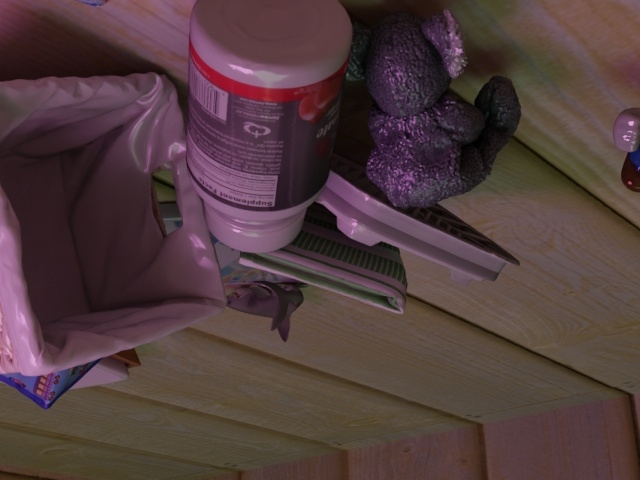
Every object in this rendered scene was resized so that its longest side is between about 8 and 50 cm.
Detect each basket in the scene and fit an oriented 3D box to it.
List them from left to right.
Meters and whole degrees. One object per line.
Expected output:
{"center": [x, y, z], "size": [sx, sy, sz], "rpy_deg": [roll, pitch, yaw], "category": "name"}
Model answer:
{"center": [-0.339, -0.015, 1.234], "size": [0.267, 0.328, 0.331], "rpy_deg": [-13, -178, 37], "category": "basket"}

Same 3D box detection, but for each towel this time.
{"center": [0.000, 0.000, 1.419], "size": [0.248, 0.038, 0.325], "rpy_deg": [17, -163, -8], "category": "towel"}

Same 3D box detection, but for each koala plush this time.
{"center": [0.116, -0.175, 1.181], "size": [0.196, 0.203, 0.221], "rpy_deg": [5, 138, 26], "category": "koala plush"}

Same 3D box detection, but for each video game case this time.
{"center": [-0.109, 0.007, 1.731], "size": [0.329, 0.036, 0.300], "rpy_deg": [-3, 156, 4], "category": "video game case"}

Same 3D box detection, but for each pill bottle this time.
{"center": [-0.069, -0.135, 1.161], "size": [0.176, 0.176, 0.318], "rpy_deg": [2, 139, -7], "category": "pill bottle"}

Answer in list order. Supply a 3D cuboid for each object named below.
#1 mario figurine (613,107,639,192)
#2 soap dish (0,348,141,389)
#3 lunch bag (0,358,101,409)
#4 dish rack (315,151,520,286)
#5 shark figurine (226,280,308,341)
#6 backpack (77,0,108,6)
{"center": [0.490, -0.124, 1.296], "size": [0.198, 0.170, 0.320], "rpy_deg": [-36, 163, -5], "category": "mario figurine"}
{"center": [-0.569, 0.238, 2.125], "size": [0.291, 0.118, 0.229], "rpy_deg": [-13, 153, 24], "category": "soap dish"}
{"center": [-0.392, 0.116, 1.655], "size": [0.138, 0.220, 0.293], "rpy_deg": [27, -161, 16], "category": "lunch bag"}
{"center": [0.092, -0.039, 1.385], "size": [0.333, 0.285, 0.072], "rpy_deg": [22, 103, -39], "category": "dish rack"}
{"center": [-0.074, 0.134, 1.852], "size": [0.166, 0.116, 0.278], "rpy_deg": [-2, 177, -21], "category": "shark figurine"}
{"center": [-0.232, -0.297, 0.999], "size": [0.105, 0.084, 0.114], "rpy_deg": [17, 147, -39], "category": "backpack"}
